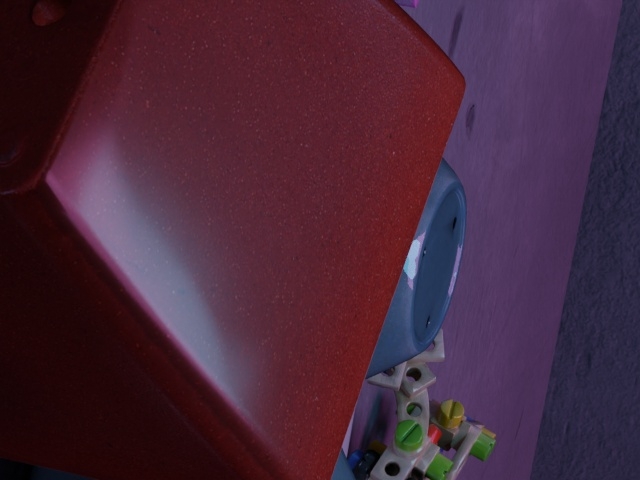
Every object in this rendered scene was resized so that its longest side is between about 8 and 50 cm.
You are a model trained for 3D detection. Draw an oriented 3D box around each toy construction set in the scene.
[{"bbox_3d":[0.106,0.217,1.744,0.215,0.151,0.328,-53,149,-22],"label":"toy construction set"}]

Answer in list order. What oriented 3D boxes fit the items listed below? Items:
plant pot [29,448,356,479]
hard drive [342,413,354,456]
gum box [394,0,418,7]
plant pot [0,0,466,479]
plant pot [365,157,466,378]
[{"bbox_3d":[-0.081,0.206,1.039,0.271,0.271,0.255,-15,103,-70],"label":"plant pot"},{"bbox_3d":[-0.031,0.296,1.570,0.203,0.040,0.308,-15,115,-70],"label":"hard drive"},{"bbox_3d":[0.081,-0.315,1.458,0.107,0.062,0.188,75,33,-55],"label":"gum box"},{"bbox_3d":[-0.118,-0.050,0.771,0.236,0.267,0.267,54,50,-53],"label":"plant pot"},{"bbox_3d":[0.000,0.000,1.217,0.290,0.195,0.290,13,90,-71],"label":"plant pot"}]
